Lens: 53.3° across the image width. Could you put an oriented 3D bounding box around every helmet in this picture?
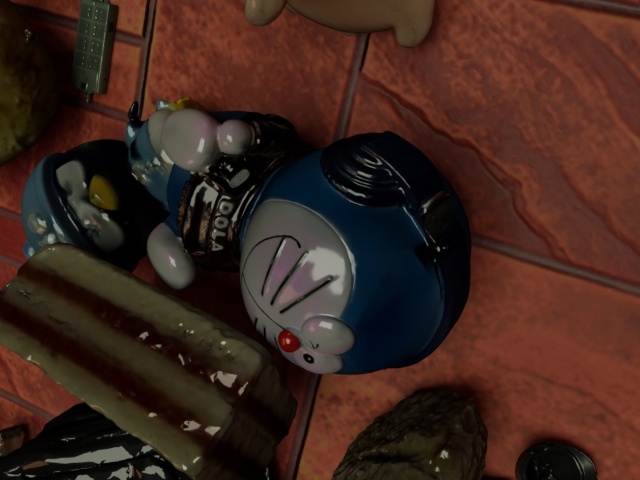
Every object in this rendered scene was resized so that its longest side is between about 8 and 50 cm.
[{"bbox_3d":[0.246,0.251,0.684,0.084,0.049,0.065,9,69,-4],"label":"helmet"}]

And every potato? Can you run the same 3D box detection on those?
[{"bbox_3d":[-0.450,-0.183,0.819,0.300,0.196,0.246,-26,67,54],"label":"potato"}]

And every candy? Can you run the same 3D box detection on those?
[{"bbox_3d":[-0.185,0.132,0.675,0.321,0.179,0.135,24,65,27],"label":"candy"}]

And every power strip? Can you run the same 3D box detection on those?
[{"bbox_3d":[-0.294,-0.244,0.824,0.051,0.019,0.136,20,107,16],"label":"power strip"}]

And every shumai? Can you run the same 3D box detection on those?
[{"bbox_3d":[0.123,0.271,0.686,0.175,0.166,0.206,46,138,-1],"label":"shumai"}]

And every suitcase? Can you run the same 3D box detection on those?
[{"bbox_3d":[-0.213,0.377,0.823,0.339,0.188,0.345,-12,94,11],"label":"suitcase"}]

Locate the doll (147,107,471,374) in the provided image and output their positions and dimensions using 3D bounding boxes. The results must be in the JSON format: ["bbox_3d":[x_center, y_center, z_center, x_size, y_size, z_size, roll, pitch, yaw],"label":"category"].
[{"bbox_3d":[0.000,0.000,0.638,0.310,0.240,0.284,33,138,25],"label":"doll"}]

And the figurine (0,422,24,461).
[{"bbox_3d":[-0.499,0.491,0.969,0.306,0.241,0.411,16,89,-5],"label":"figurine"}]

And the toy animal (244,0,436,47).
[{"bbox_3d":[-0.055,-0.291,0.540,0.277,0.247,0.345,7,141,23],"label":"toy animal"}]

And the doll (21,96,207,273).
[{"bbox_3d":[-0.254,-0.052,0.782,0.314,0.141,0.177,-30,92,21],"label":"doll"}]
